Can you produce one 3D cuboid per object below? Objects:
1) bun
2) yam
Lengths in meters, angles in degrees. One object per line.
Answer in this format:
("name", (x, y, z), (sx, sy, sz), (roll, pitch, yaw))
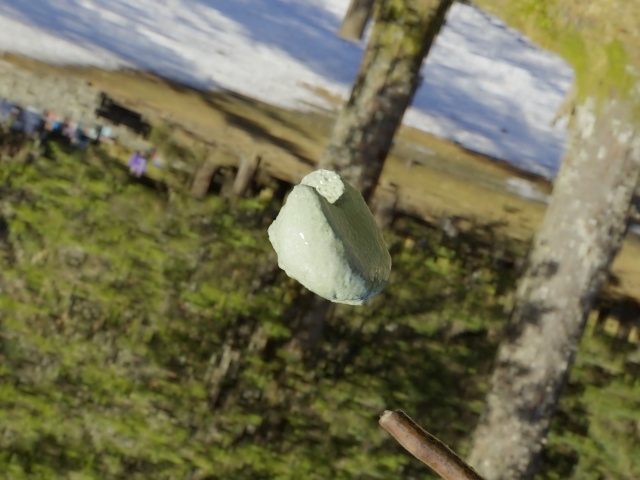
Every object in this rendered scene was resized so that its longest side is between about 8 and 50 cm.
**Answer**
("bun", (0.000, 0.000, 1.571), (0.126, 0.204, 0.212), (-32, 155, 19))
("yam", (0.202, 0.371, 1.983), (0.241, 0.057, 0.057), (39, 172, -8))
